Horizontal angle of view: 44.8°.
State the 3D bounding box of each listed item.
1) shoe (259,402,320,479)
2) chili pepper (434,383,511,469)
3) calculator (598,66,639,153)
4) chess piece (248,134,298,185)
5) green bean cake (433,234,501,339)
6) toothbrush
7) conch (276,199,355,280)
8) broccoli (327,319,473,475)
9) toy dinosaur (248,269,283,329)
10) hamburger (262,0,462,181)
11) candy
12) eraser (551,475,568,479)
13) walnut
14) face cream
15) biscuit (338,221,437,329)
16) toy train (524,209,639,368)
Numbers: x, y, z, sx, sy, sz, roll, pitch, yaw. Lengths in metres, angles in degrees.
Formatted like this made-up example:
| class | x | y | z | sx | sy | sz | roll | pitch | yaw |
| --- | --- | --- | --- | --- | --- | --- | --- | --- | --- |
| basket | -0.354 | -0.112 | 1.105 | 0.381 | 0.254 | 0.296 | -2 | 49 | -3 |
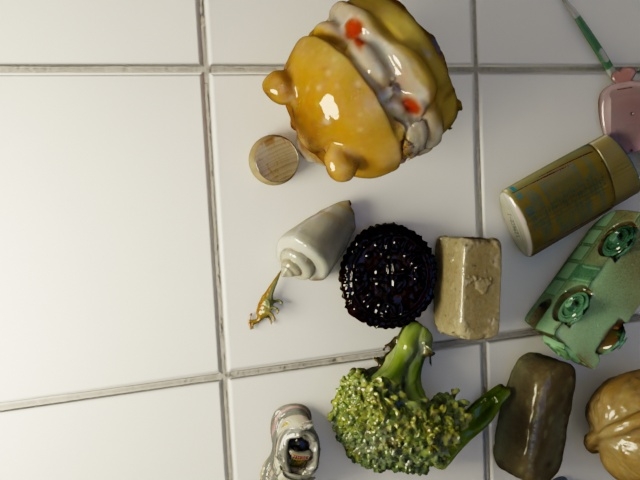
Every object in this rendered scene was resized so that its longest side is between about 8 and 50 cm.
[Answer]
| class | x | y | z | sx | sy | sz | roll | pitch | yaw |
| --- | --- | --- | --- | --- | --- | --- | --- | --- | --- |
| shoe | -0.041 | 0.368 | 1.291 | 0.089 | 0.092 | 0.180 | 9 | 91 | -22 |
| chili pepper | 0.274 | 0.341 | 1.431 | 0.201 | 0.052 | 0.050 | -42 | 136 | -15 |
| calculator | 0.590 | -0.249 | 1.494 | 0.103 | 0.024 | 0.166 | -7 | 100 | 22 |
| chess piece | -0.076 | -0.132 | 1.273 | 0.083 | 0.038 | 0.084 | -1 | 95 | -18 |
| green bean cake | 0.258 | 0.080 | 1.376 | 0.085 | 0.109 | 0.179 | 1 | 94 | -21 |
| toothbrush | 0.499 | -0.410 | 1.480 | 0.018 | 0.024 | 0.257 | -44 | 108 | -13 |
| conch | -0.006 | 0.004 | 1.300 | 0.104 | 0.094 | 0.176 | 44 | 49 | -6 |
| broccoli | 0.152 | 0.276 | 1.311 | 0.242 | 0.180 | 0.273 | 30 | 83 | -19 |
| toy dinosaur | -0.081 | 0.104 | 1.291 | 0.041 | 0.026 | 0.113 | 32 | 91 | -3 |
| hamburger | 0.056 | -0.214 | 1.200 | 0.236 | 0.276 | 0.276 | -39 | 106 | -13 |
| candy | 0.401 | 0.329 | 1.451 | 0.102 | 0.104 | 0.234 | 8 | 92 | -26 |
| eraser | 0.480 | 0.584 | 1.534 | 0.081 | 0.036 | 0.225 | -17 | 100 | -17 |
| walnut | 0.626 | 0.357 | 1.476 | 0.257 | 0.257 | 0.225 | -4 | 63 | -20 |
| face cream | 0.477 | -0.092 | 1.468 | 0.285 | 0.067 | 0.139 | -28 | 104 | -16 |
| biscuit | 0.119 | 0.062 | 1.350 | 0.194 | 0.053 | 0.195 | -2 | 95 | -21 |
| toy train | 0.529 | 0.083 | 1.455 | 0.129 | 0.159 | 0.326 | 39 | 84 | -16 |
